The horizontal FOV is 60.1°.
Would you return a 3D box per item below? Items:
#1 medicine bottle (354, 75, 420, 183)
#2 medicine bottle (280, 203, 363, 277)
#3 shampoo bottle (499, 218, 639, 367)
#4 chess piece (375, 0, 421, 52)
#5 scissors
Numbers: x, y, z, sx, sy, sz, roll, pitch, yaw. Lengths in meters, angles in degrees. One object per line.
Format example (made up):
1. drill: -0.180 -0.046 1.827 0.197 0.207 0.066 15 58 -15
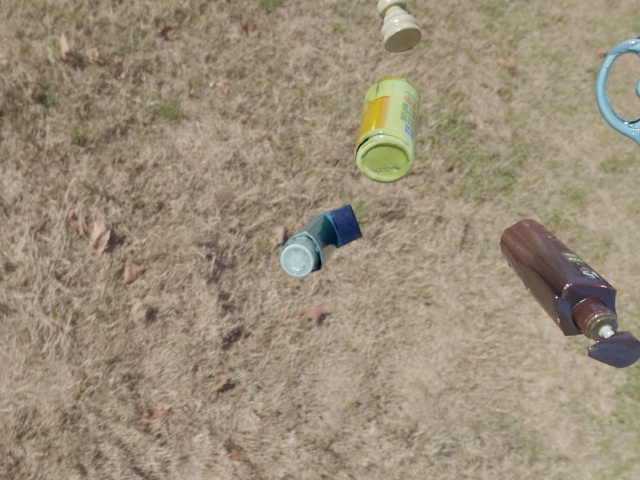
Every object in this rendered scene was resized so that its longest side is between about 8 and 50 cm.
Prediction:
1. medicine bottle: 0.137 -0.233 1.109 0.124 0.124 0.239 29 44 -16
2. medicine bottle: 0.000 0.000 1.079 0.258 0.124 0.079 -45 117 -69
3. shampoo bottle: 0.259 0.049 0.589 0.068 0.067 0.236 -11 25 0
4. chess piece: 0.174 -0.549 1.334 0.094 0.094 0.170 -4 69 -33
5. scissors: 0.528 -0.124 0.847 0.032 0.180 0.393 -27 111 -57
